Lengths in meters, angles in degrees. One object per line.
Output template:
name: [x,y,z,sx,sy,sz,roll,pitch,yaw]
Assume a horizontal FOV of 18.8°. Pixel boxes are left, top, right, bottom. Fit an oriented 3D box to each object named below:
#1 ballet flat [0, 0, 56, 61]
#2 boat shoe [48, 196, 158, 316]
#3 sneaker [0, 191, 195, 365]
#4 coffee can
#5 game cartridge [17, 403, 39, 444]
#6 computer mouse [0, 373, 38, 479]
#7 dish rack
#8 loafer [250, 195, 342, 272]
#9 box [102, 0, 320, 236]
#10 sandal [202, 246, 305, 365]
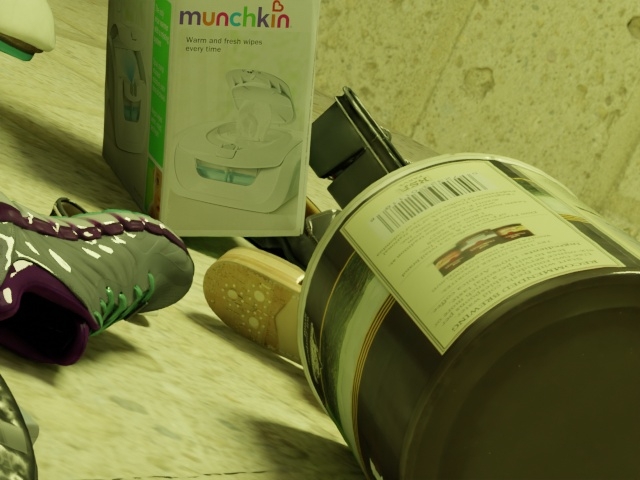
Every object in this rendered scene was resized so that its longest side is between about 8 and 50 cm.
ballet flat: [-0.312,-0.233,1.313,0.400,0.139,0.139,19,11,-48]
boat shoe: [-0.141,0.011,1.248,0.046,0.038,0.125,18,12,-43]
sneaker: [-0.138,0.037,1.061,0.223,0.083,0.098,10,41,-54]
coffee can: [0.110,0.078,1.027,0.201,0.202,0.275,23,9,-16]
game cartridge: [-0.170,0.073,0.874,0.083,0.017,0.056,18,16,-42]
computer mouse: [-0.157,0.100,0.595,0.184,0.060,0.262,24,22,-39]
dish rack: [0.073,-0.021,1.666,0.208,0.074,0.271,55,7,7]
loafer: [0.000,0.000,1.639,0.170,0.061,0.062,34,10,37]
box: [-0.094,-0.148,1.604,0.126,0.231,0.262,-1,18,-17]
sandal: [0.015,0.081,1.247,0.240,0.088,0.079,22,38,22]
